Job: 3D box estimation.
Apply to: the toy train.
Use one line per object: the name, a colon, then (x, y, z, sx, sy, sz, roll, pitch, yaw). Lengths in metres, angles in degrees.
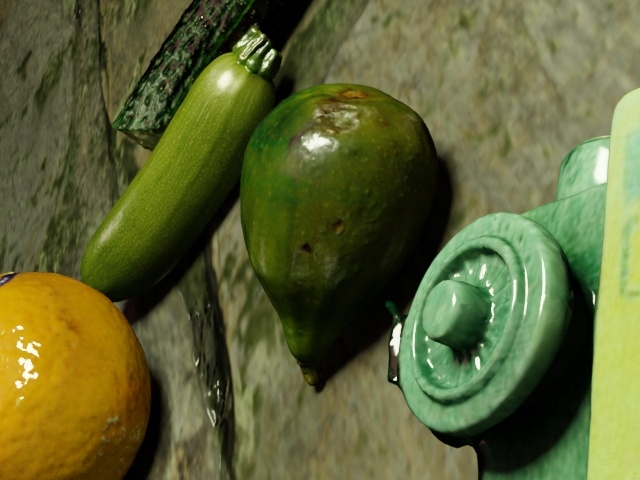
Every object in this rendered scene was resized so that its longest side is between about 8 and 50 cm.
toy train: (0.129, 0.118, 0.516, 0.237, 0.150, 0.369, -22, 52, 48)

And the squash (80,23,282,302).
squash: (-0.100, -0.042, 1.162, 0.258, 0.069, 0.069, -53, 29, 29)

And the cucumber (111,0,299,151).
cucumber: (-0.069, -0.153, 1.184, 0.241, 0.074, 0.074, -55, 28, 23)

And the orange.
orange: (-0.202, 0.110, 1.122, 0.178, 0.155, 0.177, -13, 48, 14)

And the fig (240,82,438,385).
fig: (0.000, 0.000, 0.907, 0.117, 0.117, 0.177, -130, 55, -62)
